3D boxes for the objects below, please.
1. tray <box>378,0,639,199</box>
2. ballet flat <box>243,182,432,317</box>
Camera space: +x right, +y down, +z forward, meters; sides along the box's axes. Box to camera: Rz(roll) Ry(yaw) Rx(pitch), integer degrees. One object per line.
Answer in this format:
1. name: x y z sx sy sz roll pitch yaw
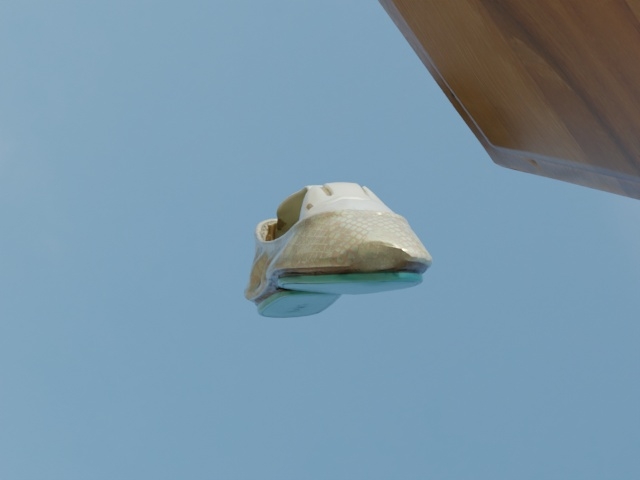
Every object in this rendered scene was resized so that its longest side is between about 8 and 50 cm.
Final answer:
1. tray: 0.024 -0.165 0.465 0.411 0.076 0.203 49 -17 -31
2. ballet flat: 0.000 0.000 0.770 0.168 0.057 0.052 159 -69 -69
